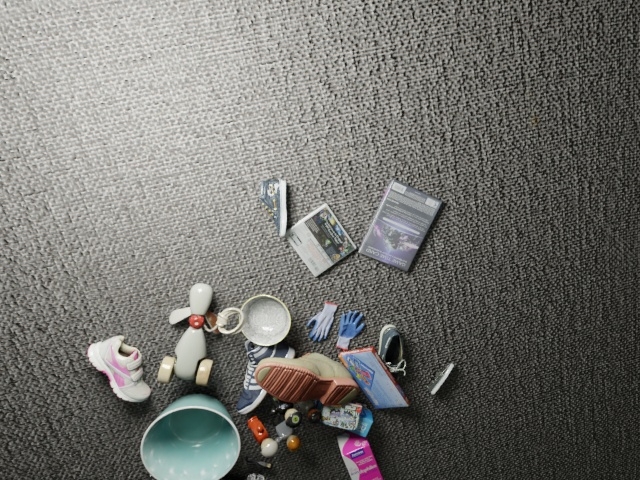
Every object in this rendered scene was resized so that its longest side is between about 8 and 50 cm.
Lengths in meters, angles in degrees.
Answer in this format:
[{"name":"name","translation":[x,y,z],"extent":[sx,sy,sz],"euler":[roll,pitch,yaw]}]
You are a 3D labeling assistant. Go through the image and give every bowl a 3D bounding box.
[{"name":"bowl","translation":[-0.428,0.649,1.438],"extent":[0.312,0.163,0.311],"euler":[-3,105,-10]},{"name":"bowl","translation":[-0.177,0.255,1.412],"extent":[0.170,0.080,0.169],"euler":[1,96,5]}]

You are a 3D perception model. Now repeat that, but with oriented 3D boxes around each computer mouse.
[{"name":"computer mouse","translation":[-0.250,0.907,1.602],"extent":[0.106,0.042,0.192],"euler":[15,99,-11]}]

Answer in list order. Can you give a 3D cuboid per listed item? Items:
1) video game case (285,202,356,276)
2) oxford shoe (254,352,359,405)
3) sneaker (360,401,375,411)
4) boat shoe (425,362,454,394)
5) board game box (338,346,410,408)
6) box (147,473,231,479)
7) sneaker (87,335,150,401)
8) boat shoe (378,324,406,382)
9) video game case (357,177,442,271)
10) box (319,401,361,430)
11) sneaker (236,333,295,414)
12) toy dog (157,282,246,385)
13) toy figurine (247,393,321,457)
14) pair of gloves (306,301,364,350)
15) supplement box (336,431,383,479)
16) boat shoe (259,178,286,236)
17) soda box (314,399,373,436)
[{"name":"video game case","translation":[0.000,0.000,1.417],"extent":[0.173,0.022,0.190],"euler":[-35,107,1]},{"name":"oxford shoe","translation":[-0.054,0.448,1.425],"extent":[0.397,0.146,0.140],"euler":[27,111,-33]},{"name":"sneaker","translation":[0.177,0.657,1.612],"extent":[0.069,0.038,0.098],"euler":[-25,108,-2]},{"name":"boat shoe","translation":[0.456,0.522,1.623],"extent":[0.040,0.049,0.142],"euler":[36,92,22]},{"name":"board game box","translation":[0.196,0.502,1.540],"extent":[0.145,0.027,0.281],"euler":[-20,112,34]},{"name":"box","translation":[-0.464,1.001,1.540],"extent":[0.395,0.097,0.318],"euler":[20,103,-7]},{"name":"sneaker","translation":[-0.624,0.413,1.373],"extent":[0.111,0.103,0.252],"euler":[-32,108,1]},{"name":"boat shoe","translation":[0.261,0.435,1.547],"extent":[0.095,0.079,0.254],"euler":[1,105,-12]},{"name":"video game case","translation":[0.270,-0.048,1.450],"extent":[0.196,0.026,0.274],"euler":[22,101,-15]},{"name":"box","translation":[0.069,0.611,1.501],"extent":[0.137,0.027,0.093],"euler":[12,96,-2]},{"name":"sneaker","translation":[-0.230,0.447,1.451],"extent":[0.153,0.099,0.282],"euler":[40,88,-22]},{"name":"toy dog","translation":[-0.402,0.312,1.384],"extent":[0.220,0.161,0.333],"euler":[33,84,-9]},{"name":"toy figurine","translation":[-0.115,0.622,1.455],"extent":[0.213,0.148,0.210],"euler":[-54,141,5]},{"name":"pair of gloves","translation":[0.053,0.303,1.505],"extent":[0.198,0.023,0.159],"euler":[20,100,-15]},{"name":"supplement box","translation":[0.154,0.842,1.620],"extent":[0.111,0.114,0.219],"euler":[-22,105,-3]},{"name":"boat shoe","translation":[-0.151,-0.101,1.344],"extent":[0.083,0.065,0.183],"euler":[-2,98,-8]},{"name":"soda box","translation":[0.081,0.634,1.554],"extent":[0.210,0.067,0.071],"euler":[23,99,-4]}]
